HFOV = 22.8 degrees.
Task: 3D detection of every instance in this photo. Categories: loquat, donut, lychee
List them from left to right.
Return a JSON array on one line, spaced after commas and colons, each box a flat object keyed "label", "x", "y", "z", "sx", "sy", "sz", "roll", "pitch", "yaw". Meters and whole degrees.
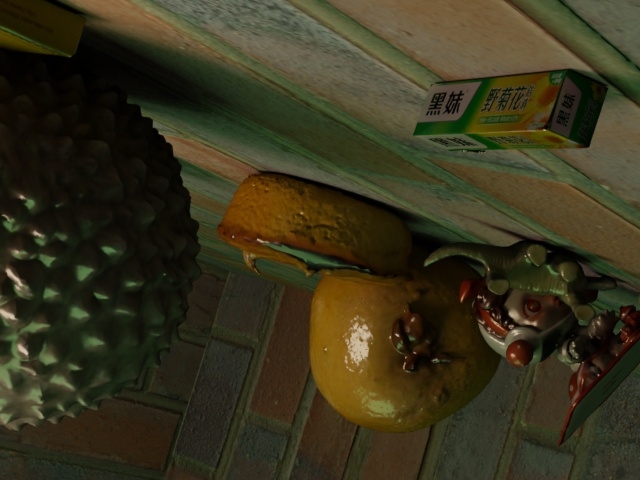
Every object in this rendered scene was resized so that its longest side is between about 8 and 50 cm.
[{"label": "lychee", "x": -0.298, "y": -0.012, "z": 1.496, "sx": 0.380, "sy": 0.380, "sz": 0.432, "roll": 17, "pitch": 153, "yaw": 2}, {"label": "donut", "x": -0.003, "y": -0.001, "z": 1.958, "sx": 0.253, "sy": 0.118, "sz": 0.253, "roll": 19, "pitch": 174, "yaw": 2}, {"label": "loquat", "x": 0.110, "y": 0.126, "z": 2.151, "sx": 0.275, "sy": 0.274, "sz": 0.275, "roll": 17, "pitch": 175, "yaw": 2}]

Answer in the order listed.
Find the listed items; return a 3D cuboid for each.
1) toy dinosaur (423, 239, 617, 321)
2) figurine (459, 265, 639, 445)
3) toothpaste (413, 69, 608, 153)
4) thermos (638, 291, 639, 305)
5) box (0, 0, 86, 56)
[{"label": "toy dinosaur", "x": 0.239, "y": 0.033, "z": 1.845, "sx": 0.248, "sy": 0.075, "sz": 0.188, "roll": 12, "pitch": -175, "yaw": -2}, {"label": "figurine", "x": 0.280, "y": 0.103, "z": 1.986, "sx": 0.226, "sy": 0.183, "sz": 0.160, "roll": 41, "pitch": 161, "yaw": 19}, {"label": "toothpaste", "x": 0.122, "y": -0.084, "z": 1.054, "sx": 0.037, "sy": 0.043, "sz": 0.178, "roll": 20, "pitch": 174, "yaw": -24}, {"label": "thermos", "x": 0.428, "y": 0.121, "z": 1.756, "sx": 0.176, "sy": 0.146, "sz": 0.265, "roll": 58, "pitch": 174, "yaw": 0}, {"label": "box", "x": -0.337, "y": -0.201, "z": 1.321, "sx": 0.279, "sy": 0.041, "sz": 0.153, "roll": 11, "pitch": 172, "yaw": 46}]
